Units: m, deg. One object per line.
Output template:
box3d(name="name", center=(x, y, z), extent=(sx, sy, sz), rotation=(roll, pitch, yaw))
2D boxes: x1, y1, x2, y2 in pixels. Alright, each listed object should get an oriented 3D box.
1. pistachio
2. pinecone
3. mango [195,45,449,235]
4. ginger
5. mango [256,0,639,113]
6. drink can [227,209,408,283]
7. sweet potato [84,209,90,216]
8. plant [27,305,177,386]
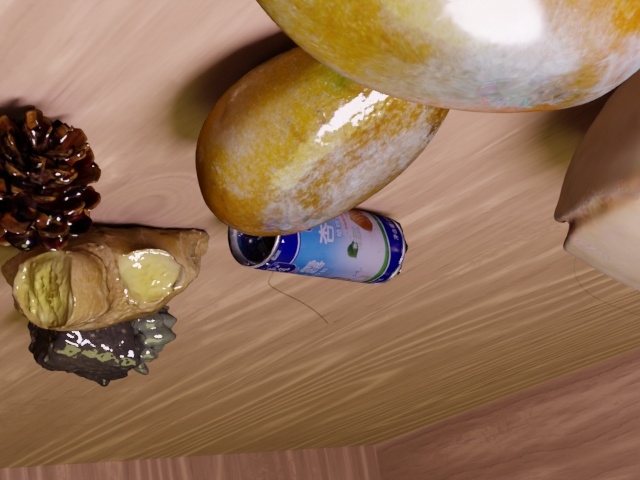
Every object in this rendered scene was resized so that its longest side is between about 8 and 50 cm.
box3d(name="pistachio", center=(0.421, -0.078, 1.260), extent=(0.365, 0.281, 0.445), rotation=(-23, 174, 10))
box3d(name="pinecone", center=(-0.268, -0.058, 1.113), extent=(0.140, 0.140, 0.121), rotation=(-1, 145, -27))
box3d(name="mango", center=(0.012, -0.116, 1.102), extent=(0.192, 0.146, 0.316), rotation=(9, 140, -48))
box3d(name="ginger", center=(-0.249, 0.044, 1.455), extent=(0.218, 0.123, 0.270), rotation=(-1, -179, 44))
box3d(name="mango", center=(0.086, -0.198, 0.810), extent=(0.384, 0.199, 0.221), rotation=(19, 154, -33))
box3d(name="drink can", center=(0.000, 0.000, 1.505), extent=(0.097, 0.097, 0.235), rotation=(-25, 156, 38))
box3d(name="sweet potato", center=(-0.279, -0.029, 1.360), extent=(0.034, 0.034, 0.095), rotation=(-5, 163, -16))
box3d(name="plant", center=(-0.299, 0.129, 1.668), extent=(0.194, 0.132, 0.129), rotation=(9, 157, -35))
